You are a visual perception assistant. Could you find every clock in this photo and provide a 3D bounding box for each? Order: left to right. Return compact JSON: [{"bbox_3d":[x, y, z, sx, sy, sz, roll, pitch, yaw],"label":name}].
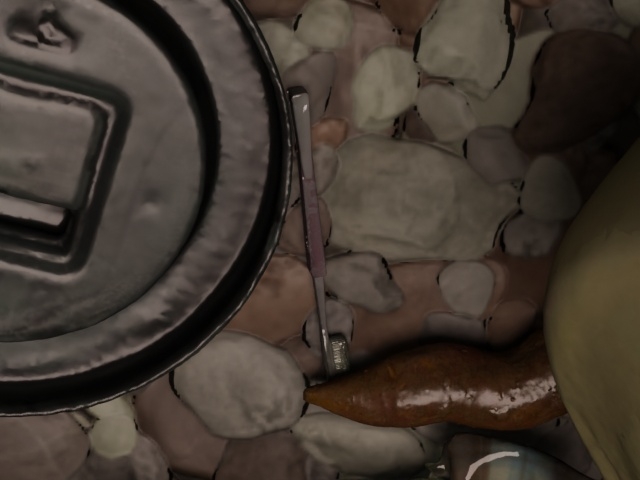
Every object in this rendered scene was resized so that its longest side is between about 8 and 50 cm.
[{"bbox_3d":[-0.174,-0.053,1.005,0.318,0.066,0.319,-2,115,-5],"label":"clock"}]

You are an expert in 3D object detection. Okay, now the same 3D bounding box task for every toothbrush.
[{"bbox_3d":[-0.002,0.000,1.078,0.017,0.014,0.194,-13,116,-9],"label":"toothbrush"}]

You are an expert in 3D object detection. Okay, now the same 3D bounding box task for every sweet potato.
[{"bbox_3d":[0.098,0.090,1.107,0.218,0.051,0.065,-10,98,-2],"label":"sweet potato"}]

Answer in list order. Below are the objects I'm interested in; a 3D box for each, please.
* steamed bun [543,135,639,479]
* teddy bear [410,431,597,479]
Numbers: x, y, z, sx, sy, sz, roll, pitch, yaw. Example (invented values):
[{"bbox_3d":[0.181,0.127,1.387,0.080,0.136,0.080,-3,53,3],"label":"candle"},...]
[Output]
[{"bbox_3d":[0.354,0.079,0.949,0.456,0.290,0.371,44,62,4],"label":"steamed bun"},{"bbox_3d":[-0.026,0.288,1.051,0.362,0.375,0.327,-38,74,31],"label":"teddy bear"}]
